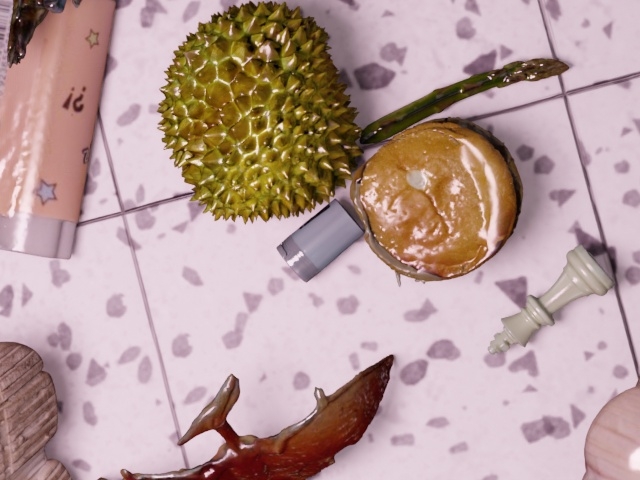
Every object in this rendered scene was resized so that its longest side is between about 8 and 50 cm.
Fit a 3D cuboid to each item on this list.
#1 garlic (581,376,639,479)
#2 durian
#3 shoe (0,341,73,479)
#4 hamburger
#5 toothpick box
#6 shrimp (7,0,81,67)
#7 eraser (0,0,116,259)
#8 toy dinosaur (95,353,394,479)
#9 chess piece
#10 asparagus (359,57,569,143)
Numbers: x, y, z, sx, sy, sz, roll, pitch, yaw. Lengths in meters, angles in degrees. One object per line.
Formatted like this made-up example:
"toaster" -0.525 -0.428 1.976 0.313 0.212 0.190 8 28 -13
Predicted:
"garlic" 0.390 0.251 1.243 0.322 0.241 0.322 1 79 -4
"durian" -0.067 -0.129 1.331 0.200 0.176 0.236 -5 100 34
"shoe" -0.380 0.264 1.368 0.198 0.172 0.351 7 106 24
"hamburger" 0.118 -0.038 1.345 0.177 0.113 0.185 22 100 0
"toothpick box" 0.000 0.000 1.380 0.083 0.052 0.052 -40 86 3
"shrimp" -0.349 -0.381 1.359 0.272 0.085 0.445 -8 71 4
"eraser" -0.334 -0.135 1.403 0.171 0.087 0.290 10 90 8
"toy dinosaur" -0.089 0.216 1.364 0.207 0.113 0.327 31 118 -30
"chess piece" 0.234 0.070 1.356 0.149 0.059 0.059 -39 86 11
"asparagus" 0.150 -0.154 1.377 0.236 0.027 0.034 -21 92 5
